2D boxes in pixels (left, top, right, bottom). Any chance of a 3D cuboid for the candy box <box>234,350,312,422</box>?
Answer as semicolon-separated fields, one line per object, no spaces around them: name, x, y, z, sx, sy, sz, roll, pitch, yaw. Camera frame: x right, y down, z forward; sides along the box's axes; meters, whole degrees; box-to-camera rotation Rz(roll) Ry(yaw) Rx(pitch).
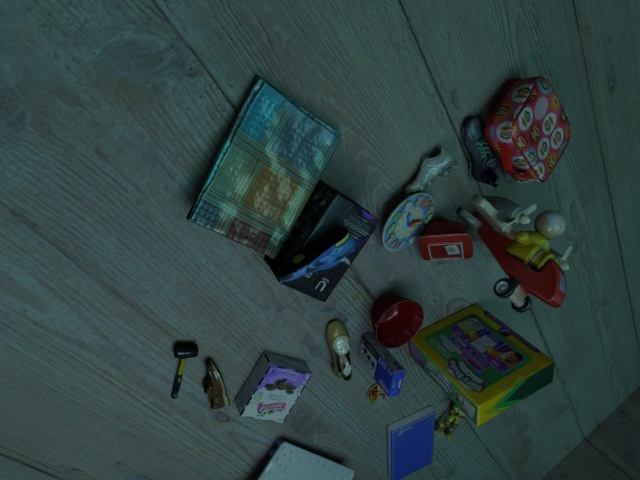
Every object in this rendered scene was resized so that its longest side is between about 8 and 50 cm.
candy box;-0.145;0.457;1.435;0.165;0.070;0.196;24;101;-34

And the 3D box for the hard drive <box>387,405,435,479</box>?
hard drive;0.377;0.850;1.924;0.210;0.040;0.318;-17;121;-19

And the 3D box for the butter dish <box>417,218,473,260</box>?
butter dish;0.392;-0.014;1.453;0.160;0.118;0.160;-3;149;19

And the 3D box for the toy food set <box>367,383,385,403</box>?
toy food set;0.211;0.560;1.704;0.083;0.020;0.082;-26;124;-14

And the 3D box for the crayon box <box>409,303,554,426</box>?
crayon box;0.534;0.405;1.583;0.313;0.363;0.106;-23;123;-16

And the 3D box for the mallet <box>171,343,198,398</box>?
mallet;-0.381;0.365;1.292;0.062;0.039;0.189;-3;120;-29

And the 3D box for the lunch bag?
lunch bag;0.619;-0.308;1.385;0.293;0.120;0.258;38;78;-37

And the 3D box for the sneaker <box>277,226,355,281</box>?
sneaker;-0.004;0.052;1.132;0.209;0.069;0.082;-32;126;-7

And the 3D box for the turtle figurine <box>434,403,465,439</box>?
turtle figurine;0.568;0.725;1.933;0.269;0.087;0.217;26;106;-43

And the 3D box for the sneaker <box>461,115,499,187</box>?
sneaker;0.493;-0.265;1.388;0.083;0.098;0.223;-33;125;-9

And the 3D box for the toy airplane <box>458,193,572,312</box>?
toy airplane;0.605;-0.006;1.414;0.272;0.386;0.384;-40;84;22

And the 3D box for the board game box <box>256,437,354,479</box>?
board game box;-0.113;0.929;1.645;0.390;0.050;0.390;38;81;-32

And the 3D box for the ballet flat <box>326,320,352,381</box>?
ballet flat;0.072;0.362;1.500;0.080;0.073;0.232;-21;122;-17

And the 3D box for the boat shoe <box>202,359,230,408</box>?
boat shoe;-0.308;0.424;1.338;0.060;0.064;0.178;-19;124;-20

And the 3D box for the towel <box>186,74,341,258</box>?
towel;-0.125;-0.161;1.122;0.271;0.040;0.370;27;91;-35

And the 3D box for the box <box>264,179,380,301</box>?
box;0.000;0.000;1.236;0.165;0.143;0.270;29;99;-33

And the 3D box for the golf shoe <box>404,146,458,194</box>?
golf shoe;0.311;-0.202;1.360;0.176;0.069;0.086;-34;85;6

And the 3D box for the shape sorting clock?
shape sorting clock;0.266;-0.053;1.390;0.206;0.040;0.206;-25;135;-28

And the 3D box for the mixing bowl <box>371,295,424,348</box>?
mixing bowl;0.235;0.250;1.512;0.181;0.098;0.181;-12;118;-23

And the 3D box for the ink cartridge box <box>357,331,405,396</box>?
ink cartridge box;0.193;0.396;1.497;0.046;0.207;0.097;-3;116;-25
